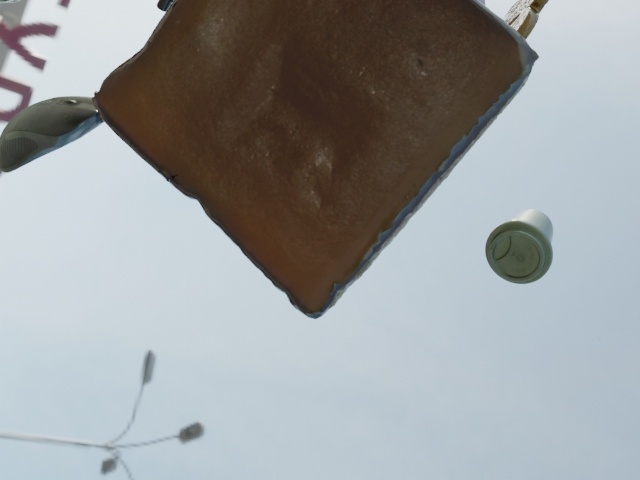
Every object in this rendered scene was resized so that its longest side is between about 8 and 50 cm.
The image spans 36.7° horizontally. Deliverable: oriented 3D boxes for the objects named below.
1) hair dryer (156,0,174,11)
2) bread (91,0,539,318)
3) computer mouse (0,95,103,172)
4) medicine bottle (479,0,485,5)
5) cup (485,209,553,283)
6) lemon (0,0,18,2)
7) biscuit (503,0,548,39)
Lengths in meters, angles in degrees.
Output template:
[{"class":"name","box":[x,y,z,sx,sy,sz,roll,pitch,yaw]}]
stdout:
[{"class":"hair dryer","box":[-0.275,-0.460,1.896,0.047,0.083,0.026,-55,-163,30]},{"class":"bread","box":[-0.010,-0.149,0.958,0.323,0.143,0.333,41,-80,7]},{"class":"computer mouse","box":[-0.474,-0.222,1.768,0.379,0.090,0.167,-14,-157,35]},{"class":"medicine bottle","box":[0.102,-0.343,1.605,0.325,0.212,0.212,-23,-122,62]},{"class":"cup","box":[0.364,0.004,1.736,0.120,0.120,0.141,-50,178,30]},{"class":"lemon","box":[-0.548,-0.515,1.656,0.192,0.192,0.231,25,-91,56]},{"class":"biscuit","box":[0.379,-0.409,1.846,0.166,0.036,0.225,-41,-165,45]}]
